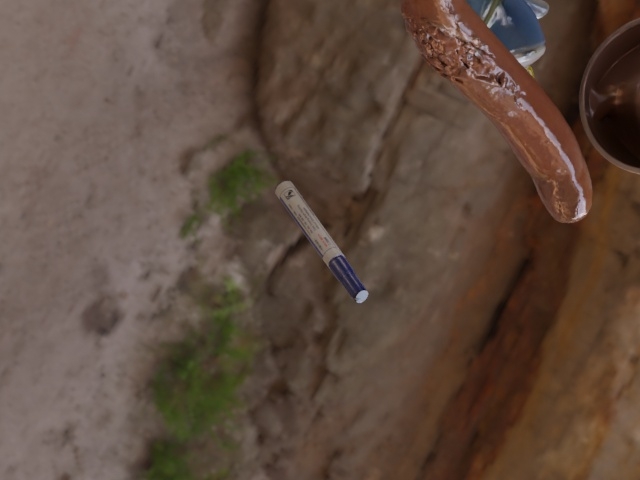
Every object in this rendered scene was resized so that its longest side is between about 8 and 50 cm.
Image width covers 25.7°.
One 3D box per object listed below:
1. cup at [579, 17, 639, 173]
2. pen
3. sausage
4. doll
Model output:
[{"bbox_3d":[0.471,-0.173,1.716,0.200,0.252,0.192,9,66,-57],"label":"cup"},{"bbox_3d":[0.000,0.000,1.622,0.025,0.204,0.025,-19,138,-18],"label":"pen"},{"bbox_3d":[0.181,-0.138,1.380,0.304,0.078,0.078,47,65,-21],"label":"sausage"},{"bbox_3d":[0.197,-0.283,1.669,0.135,0.241,0.099,-22,176,9],"label":"doll"}]
